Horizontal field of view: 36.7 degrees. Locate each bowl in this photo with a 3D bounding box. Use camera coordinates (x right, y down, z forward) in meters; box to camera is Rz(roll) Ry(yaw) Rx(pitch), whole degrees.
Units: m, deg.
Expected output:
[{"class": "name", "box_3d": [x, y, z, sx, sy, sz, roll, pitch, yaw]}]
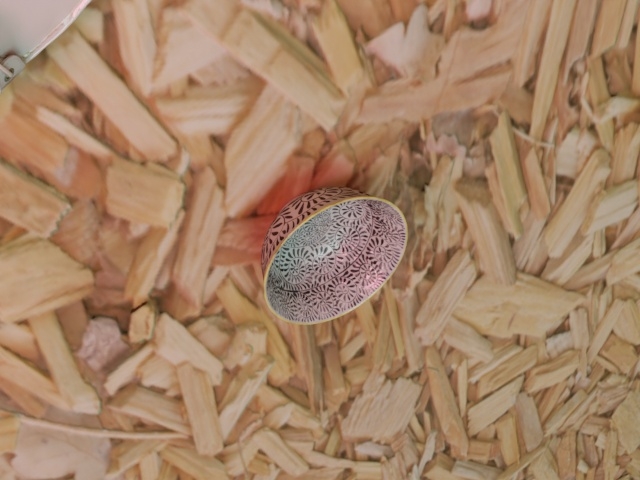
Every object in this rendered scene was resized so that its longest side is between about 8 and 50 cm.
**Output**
[{"class": "bowl", "box_3d": [0.000, 0.000, 1.015, 0.170, 0.080, 0.170, -21, 139, -19]}]

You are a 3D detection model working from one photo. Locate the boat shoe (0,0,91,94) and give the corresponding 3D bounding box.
[{"class": "boat shoe", "box_3d": [-0.263, -0.124, 0.689, 0.277, 0.096, 0.098, -37, 140, -1]}]
